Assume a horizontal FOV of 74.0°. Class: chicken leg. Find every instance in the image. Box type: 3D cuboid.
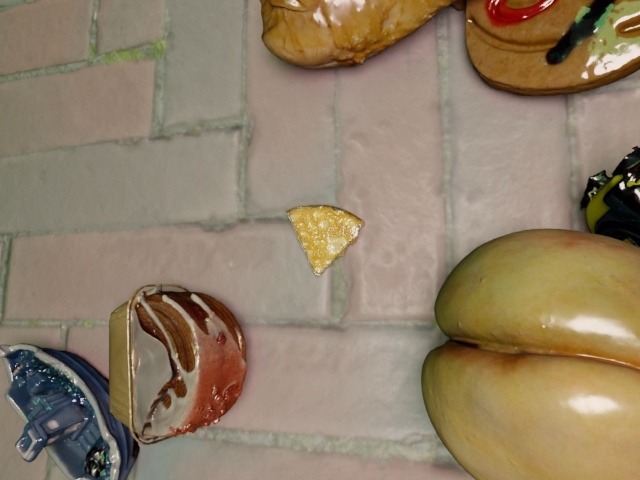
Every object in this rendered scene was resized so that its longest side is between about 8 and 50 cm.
[{"bbox_3d":[0.106,-0.395,0.581,0.410,0.182,0.294,-3,62,28],"label":"chicken leg"}]

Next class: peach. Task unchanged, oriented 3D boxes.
[{"bbox_3d":[0.251,0.128,0.441,0.293,0.247,0.292,-17,54,24],"label":"peach"}]

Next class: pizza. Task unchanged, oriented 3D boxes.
[{"bbox_3d":[0.000,0.000,0.642,0.123,0.026,0.108,10,88,14],"label":"pizza"}]

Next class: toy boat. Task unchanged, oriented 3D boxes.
[{"bbox_3d":[-0.404,0.266,0.655,0.309,0.142,0.129,40,96,16],"label":"toy boat"}]

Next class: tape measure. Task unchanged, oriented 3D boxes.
[{"bbox_3d":[0.385,-0.013,0.458,0.112,0.186,0.199,-38,70,3],"label":"tape measure"}]

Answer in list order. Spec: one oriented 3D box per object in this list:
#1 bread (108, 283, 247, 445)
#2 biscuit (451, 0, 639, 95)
[{"bbox_3d":[-0.211,0.174,0.625,0.212,0.142,0.224,-10,80,29],"label":"bread"},{"bbox_3d":[0.311,-0.373,0.543,0.314,0.063,0.367,12,92,33],"label":"biscuit"}]
